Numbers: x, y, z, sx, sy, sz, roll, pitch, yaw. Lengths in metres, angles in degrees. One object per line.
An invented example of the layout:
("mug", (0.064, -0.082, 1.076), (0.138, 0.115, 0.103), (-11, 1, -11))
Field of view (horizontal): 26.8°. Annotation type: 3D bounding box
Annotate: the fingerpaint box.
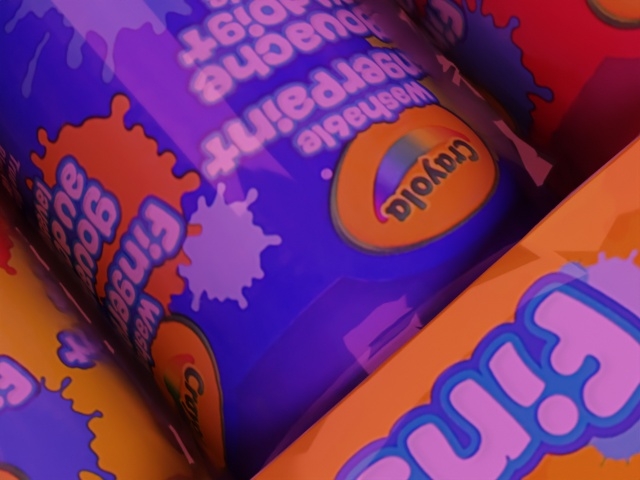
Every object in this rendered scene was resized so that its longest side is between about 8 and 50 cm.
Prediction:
("fingerpaint box", (0.000, 0.000, 0.455), (0.445, 0.163, 0.371), (-42, 71, 6))
